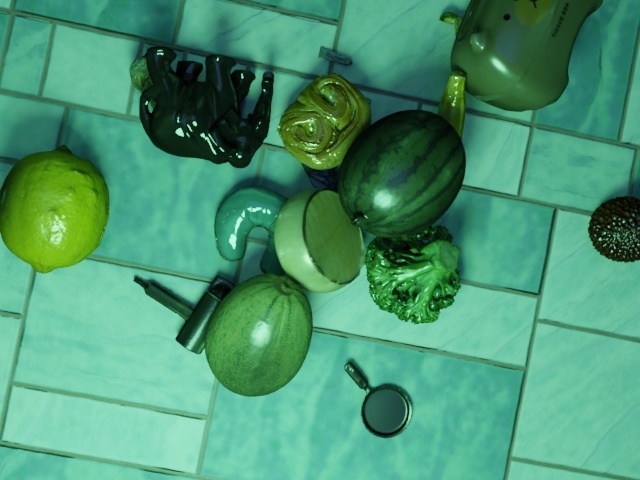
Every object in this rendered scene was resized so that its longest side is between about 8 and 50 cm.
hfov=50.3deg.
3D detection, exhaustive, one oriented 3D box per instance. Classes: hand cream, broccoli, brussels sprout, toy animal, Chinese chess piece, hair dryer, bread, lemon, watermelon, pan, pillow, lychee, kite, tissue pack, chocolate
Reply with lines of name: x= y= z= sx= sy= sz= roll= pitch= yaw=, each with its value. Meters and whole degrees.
hand cream: x=0.040 y=-0.479 z=1.781 sx=0.093 sy=0.019 sz=0.030 roll=19 pitch=87 yaw=-2
broccoli: x=0.237 y=0.073 z=1.698 sx=0.269 sy=0.241 sz=0.262 roll=18 pitch=67 yaw=-32
brussels sprout: x=0.355 y=-0.570 z=1.791 sx=0.083 sy=0.046 sz=0.051 roll=45 pitch=69 yaw=-1
toy animal: x=-0.424 y=-0.408 z=1.721 sx=0.098 sy=0.137 sz=0.098 roll=-6 pitch=45 yaw=6
Chinese chess piece: x=0.000 y=0.000 z=1.664 sx=0.104 sy=0.257 sz=0.257 roll=-16 pitch=91 yaw=37
hair dryer: x=-0.355 y=0.141 z=1.726 sx=0.248 sy=0.078 sz=0.196 roll=32 pitch=86 yaw=2
bread: x=0.013 y=-0.293 z=1.718 sx=0.198 sy=0.120 sz=0.236 roll=42 pitch=87 yaw=-1
lemon: x=-0.629 y=-0.071 z=1.613 sx=0.260 sy=0.260 sz=0.284 roll=-13 pitch=87 yaw=-4
watermelon: x=0.188 y=-0.152 z=1.635 sx=0.279 sy=0.279 sz=0.359 roll=44 pitch=73 yaw=-3
pan: x=0.140 y=0.407 z=1.777 sx=0.136 sy=0.028 sz=0.235 roll=-39 pitch=96 yaw=-4
pillow: x=-0.156 y=-0.027 z=1.732 sx=0.233 sy=0.086 sz=0.214 roll=20 pitch=93 yaw=-2
lychee: x=0.790 y=-0.026 z=1.760 sx=0.188 sy=0.188 sz=0.188 roll=0 pitch=90 yaw=-4
kite: x=0.061 y=-0.231 z=1.784 sx=0.335 sy=0.011 sz=0.315 roll=19 pitch=88 yaw=-5
tissue pack: x=0.489 y=-0.533 z=1.680 sx=0.276 sy=0.267 sz=0.387 roll=25 pitch=88 yaw=-19
chocolate: x=0.332 y=-0.321 z=1.714 sx=0.085 sy=0.086 sz=0.219 roll=1 pitch=131 yaw=-4

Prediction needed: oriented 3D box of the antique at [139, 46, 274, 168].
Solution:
antique: x=-0.279 y=-0.315 z=1.673 sx=0.322 sy=0.185 sz=0.255 roll=4 pitch=86 yaw=-12

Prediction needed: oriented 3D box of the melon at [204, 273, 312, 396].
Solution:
melon: x=-0.144 y=0.226 z=1.627 sx=0.248 sy=0.249 sz=0.329 roll=24 pitch=126 yaw=-4
